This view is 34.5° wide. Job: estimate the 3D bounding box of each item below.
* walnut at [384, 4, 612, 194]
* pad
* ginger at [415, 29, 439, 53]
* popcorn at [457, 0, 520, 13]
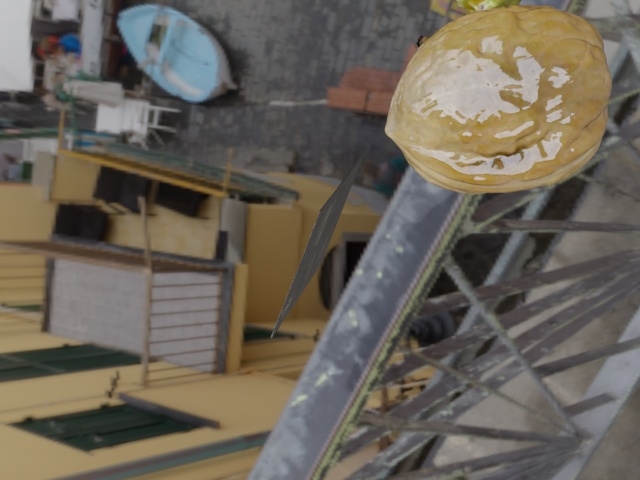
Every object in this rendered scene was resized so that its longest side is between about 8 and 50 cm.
[{"bbox_3d":[0.142,-0.111,0.840,0.184,0.155,0.155,-12,82,5],"label":"walnut"},{"bbox_3d":[0.000,0.000,0.952,0.004,0.190,0.127,23,113,5],"label":"pad"},{"bbox_3d":[0.272,-0.207,1.590,0.223,0.200,0.269,-9,119,12],"label":"ginger"},{"bbox_3d":[0.250,-0.401,1.442,0.185,0.187,0.167,-56,48,38],"label":"popcorn"}]
